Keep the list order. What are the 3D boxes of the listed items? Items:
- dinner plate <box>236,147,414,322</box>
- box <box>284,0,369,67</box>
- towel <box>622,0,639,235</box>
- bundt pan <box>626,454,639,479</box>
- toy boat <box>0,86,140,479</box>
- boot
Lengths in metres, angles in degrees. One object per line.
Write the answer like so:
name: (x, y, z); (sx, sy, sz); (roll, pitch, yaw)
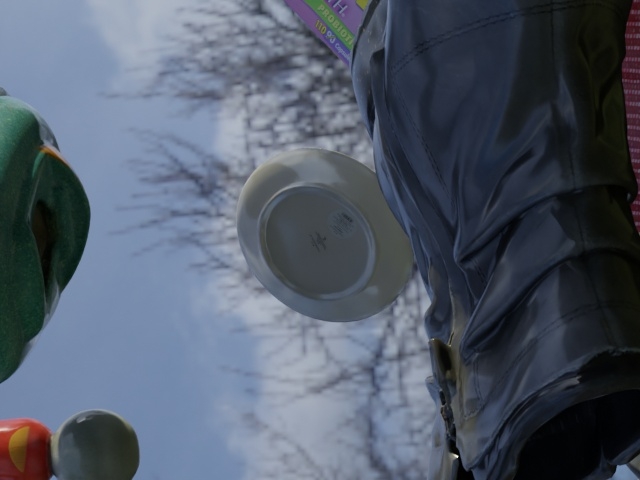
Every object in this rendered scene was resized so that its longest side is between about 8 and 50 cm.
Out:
dinner plate: (0.000, 0.000, 1.074); (0.017, 0.141, 0.141); (-50, -50, -58)
box: (0.072, -0.331, 1.751); (0.213, 0.117, 0.243); (47, -140, 18)
towel: (0.257, -0.046, 0.892); (0.037, 0.329, 0.237); (-59, -21, -52)
bundt pan: (0.251, 0.139, 0.728); (0.331, 0.124, 0.331); (169, 90, -79)
toy boat: (-0.213, 0.049, 1.038); (0.267, 0.148, 0.318); (-89, -2, -61)
boot: (0.082, -0.045, 0.493); (0.338, 0.118, 0.223); (88, 175, -61)
